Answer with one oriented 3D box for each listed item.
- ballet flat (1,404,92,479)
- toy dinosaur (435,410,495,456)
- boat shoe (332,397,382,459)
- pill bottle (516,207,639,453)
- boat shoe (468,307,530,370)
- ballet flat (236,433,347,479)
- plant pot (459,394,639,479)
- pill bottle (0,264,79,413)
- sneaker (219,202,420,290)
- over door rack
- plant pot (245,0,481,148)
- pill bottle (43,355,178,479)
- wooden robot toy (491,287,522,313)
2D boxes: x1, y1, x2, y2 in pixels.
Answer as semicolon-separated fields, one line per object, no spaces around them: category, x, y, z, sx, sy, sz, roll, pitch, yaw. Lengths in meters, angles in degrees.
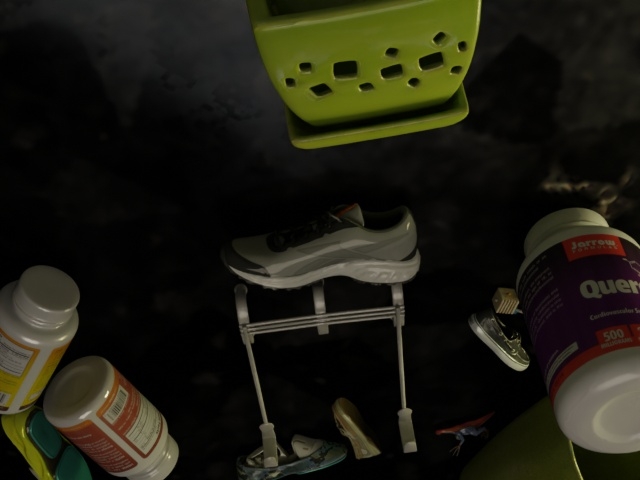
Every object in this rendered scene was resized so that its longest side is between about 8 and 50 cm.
ballet flat;-0.436;0.340;1.737;0.077;0.077;0.231;-1;133;23
toy dinosaur;0.235;0.311;1.822;0.082;0.047;0.090;16;96;-9
boat shoe;0.050;0.308;1.772;0.048;0.056;0.153;-26;138;10
pill bottle;0.365;0.106;1.443;0.182;0.322;0.181;-4;133;-4
boat shoe;0.280;0.150;1.661;0.040;0.049;0.142;-36;125;23
ballet flat;-0.052;0.355;1.800;0.189;0.070;0.070;-19;132;5
plant pot;0.376;0.384;1.768;0.275;0.274;0.293;28;139;-29
pill bottle;-0.410;0.135;1.512;0.117;0.117;0.215;20;127;-23
sneaker;0.000;0.000;1.467;0.272;0.100;0.108;-4;120;-9
over door rack;0.009;0.180;1.604;0.240;0.108;0.324;-7;126;1
plant pot;0.044;-0.232;1.169;0.228;0.227;0.207;-10;139;1
pill bottle;-0.309;0.280;1.654;0.121;0.121;0.216;-23;131;14
wooden robot toy;0.340;0.117;1.616;0.173;0.079;0.076;21;126;-25
